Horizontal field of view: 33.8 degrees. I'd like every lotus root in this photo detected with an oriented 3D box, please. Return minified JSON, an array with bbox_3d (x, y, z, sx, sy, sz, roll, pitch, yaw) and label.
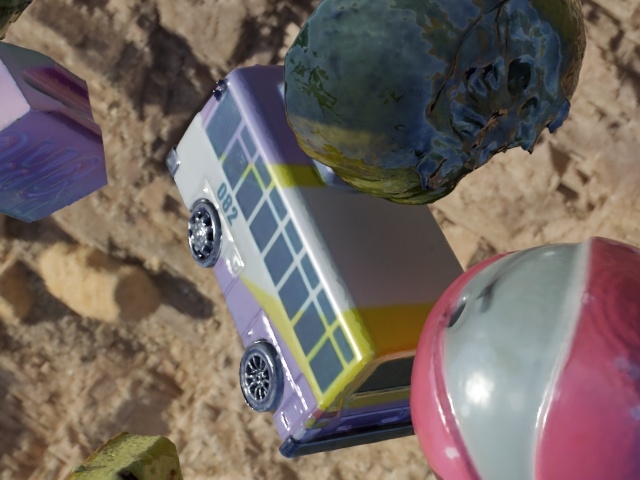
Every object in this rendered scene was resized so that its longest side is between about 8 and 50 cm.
[{"bbox_3d":[0.083,-0.088,0.592,0.204,0.183,0.078,20,-158,-50],"label":"lotus root"}]

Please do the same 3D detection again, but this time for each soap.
[{"bbox_3d":[-0.191,-0.067,0.667,0.056,0.100,0.149,65,-171,16],"label":"soap"}]

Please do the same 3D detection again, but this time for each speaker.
[{"bbox_3d":[0.230,0.133,0.938,0.294,0.294,0.294,30,158,13],"label":"speaker"}]

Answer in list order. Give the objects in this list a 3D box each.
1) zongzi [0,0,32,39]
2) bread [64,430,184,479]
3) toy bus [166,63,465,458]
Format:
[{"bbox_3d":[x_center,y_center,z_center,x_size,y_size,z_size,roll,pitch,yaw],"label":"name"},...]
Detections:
[{"bbox_3d":[-0.282,-0.150,0.679,0.178,0.189,0.081,-5,103,59],"label":"zongzi"},{"bbox_3d":[-0.140,0.356,0.923,0.077,0.361,0.138,-11,-177,18],"label":"bread"},{"bbox_3d":[0.000,0.000,1.237,0.249,0.209,0.439,-55,50,41],"label":"toy bus"}]
